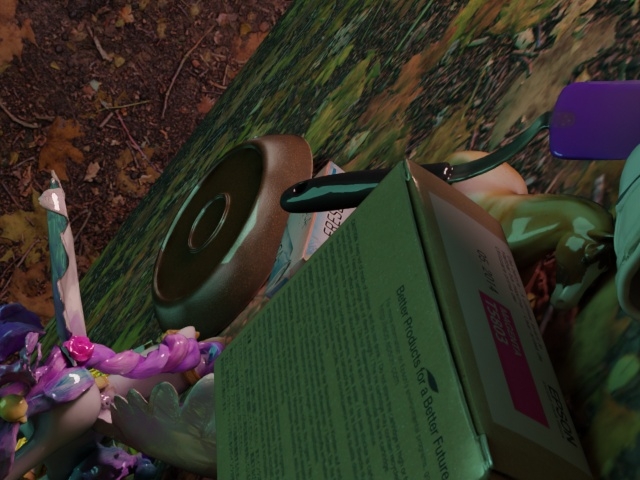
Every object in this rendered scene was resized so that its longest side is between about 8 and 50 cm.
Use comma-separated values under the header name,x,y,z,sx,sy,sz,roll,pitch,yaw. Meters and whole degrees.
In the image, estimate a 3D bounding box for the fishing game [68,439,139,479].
name,x,y,z,sx,sy,sz,roll,pitch,yaw
fishing game,-0.301,0.319,1.293,0.264,0.041,0.189,-50,25,4

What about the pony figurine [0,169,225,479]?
name,x,y,z,sx,sy,sz,roll,pitch,yaw
pony figurine,-0.237,0.147,1.055,0.363,0.303,0.351,-30,-14,-17

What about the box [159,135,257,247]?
name,x,y,z,sx,sy,sz,roll,pitch,yaw
box,-0.149,-0.054,1.704,0.244,0.060,0.100,-35,24,51

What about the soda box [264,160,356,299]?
name,x,y,z,sx,sy,sz,roll,pitch,yaw
soda box,0.000,0.000,1.112,0.063,0.058,0.183,-45,16,30

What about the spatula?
name,x,y,z,sx,sy,sz,roll,pitch,yaw
spatula,0.100,-0.052,0.732,0.296,0.030,0.084,-14,35,30

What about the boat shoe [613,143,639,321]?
name,x,y,z,sx,sy,sz,roll,pitch,yaw
boat shoe,0.214,-0.042,0.465,0.267,0.096,0.088,-37,25,50

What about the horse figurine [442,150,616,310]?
name,x,y,z,sx,sy,sz,roll,pitch,yaw
horse figurine,0.099,0.005,0.774,0.174,0.066,0.263,-54,15,16

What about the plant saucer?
name,x,y,z,sx,sy,sz,roll,pitch,yaw
plant saucer,-0.126,-0.013,1.442,0.310,0.050,0.311,-41,31,31

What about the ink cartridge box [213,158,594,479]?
name,x,y,z,sx,sy,sz,roll,pitch,yaw
ink cartridge box,0.031,0.102,0.615,0.193,0.088,0.235,-45,30,26

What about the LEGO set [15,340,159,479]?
name,x,y,z,sx,sy,sz,roll,pitch,yaw
LEGO set,-0.303,0.248,1.480,0.132,0.107,0.287,25,71,40
